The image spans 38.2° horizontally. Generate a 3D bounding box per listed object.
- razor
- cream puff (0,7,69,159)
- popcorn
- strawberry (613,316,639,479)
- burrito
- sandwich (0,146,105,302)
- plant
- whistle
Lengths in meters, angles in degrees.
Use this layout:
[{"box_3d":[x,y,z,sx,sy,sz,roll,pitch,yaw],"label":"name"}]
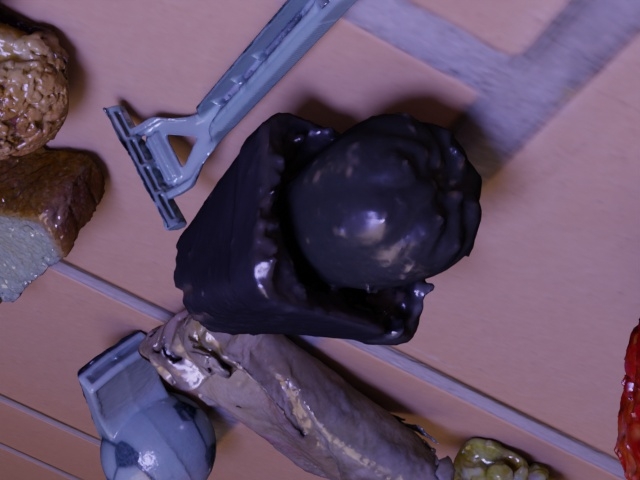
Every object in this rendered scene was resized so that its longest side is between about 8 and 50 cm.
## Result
[{"box_3d":[-0.060,-0.110,0.665,0.278,0.056,0.111,-33,83,46],"label":"razor"},{"box_3d":[-0.257,-0.118,0.721,0.133,0.104,0.119,9,138,18],"label":"cream puff"},{"box_3d":[0.201,0.306,1.037,0.135,0.162,0.141,-47,152,24],"label":"popcorn"},{"box_3d":[0.308,0.105,0.585,0.250,0.238,0.288,9,140,56],"label":"strawberry"},{"box_3d":[-0.030,0.179,1.017,0.347,0.107,0.175,32,162,-12],"label":"burrito"},{"box_3d":[-0.331,-0.004,0.927,0.288,0.100,0.254,10,139,17],"label":"sandwich"},{"box_3d":[0.000,0.000,0.668,0.164,0.142,0.256,20,150,-35],"label":"plant"},{"box_3d":[-0.211,0.252,1.180,0.163,0.163,0.290,17,148,8],"label":"whistle"}]
